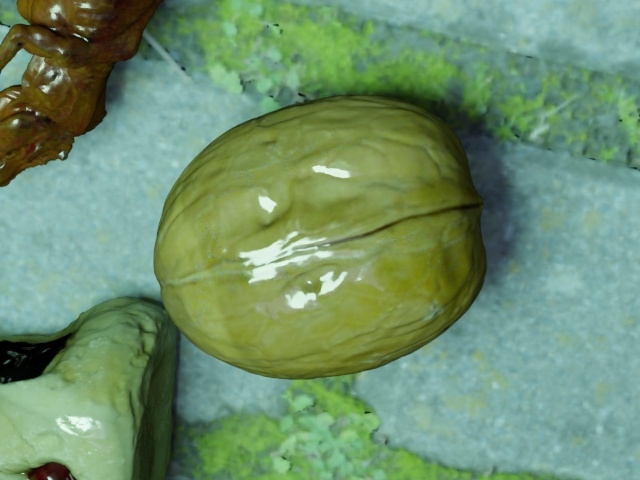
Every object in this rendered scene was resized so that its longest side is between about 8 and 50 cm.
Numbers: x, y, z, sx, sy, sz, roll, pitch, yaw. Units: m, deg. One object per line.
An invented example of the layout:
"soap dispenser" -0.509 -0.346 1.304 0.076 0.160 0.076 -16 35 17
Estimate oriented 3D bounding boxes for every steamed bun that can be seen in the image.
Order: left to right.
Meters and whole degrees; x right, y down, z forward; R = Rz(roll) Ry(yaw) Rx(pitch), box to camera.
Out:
"steamed bun" -0.179 0.122 1.110 0.155 0.141 0.172 7 116 6

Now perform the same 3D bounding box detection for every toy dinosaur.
"toy dinosaur" -0.113 -0.199 0.939 0.208 0.097 0.432 17 119 -48

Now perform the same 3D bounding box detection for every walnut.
"walnut" 0.000 0.000 1.034 0.197 0.165 0.165 -20 109 12
